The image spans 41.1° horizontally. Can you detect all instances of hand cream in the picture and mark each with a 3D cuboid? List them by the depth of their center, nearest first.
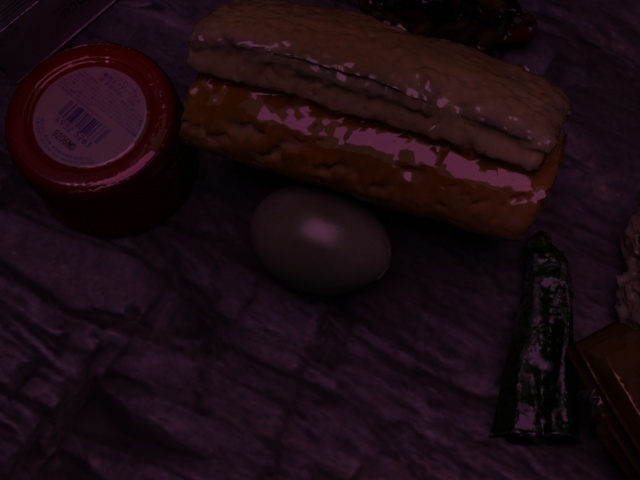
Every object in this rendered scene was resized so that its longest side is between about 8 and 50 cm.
[{"bbox_3d":[-0.236,-0.109,0.939,0.193,0.125,0.193,-1,67,3],"label":"hand cream"}]

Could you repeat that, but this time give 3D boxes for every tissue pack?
[{"bbox_3d":[-0.341,-0.334,1.047,0.148,0.092,0.246,41,77,16],"label":"tissue pack"}]

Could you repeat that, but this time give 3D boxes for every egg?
[{"bbox_3d":[0.000,0.000,0.886,0.152,0.114,0.114,20,72,11],"label":"egg"}]

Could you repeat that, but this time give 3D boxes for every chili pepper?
[{"bbox_3d":[0.219,0.093,0.869,0.088,0.059,0.227,3,67,10],"label":"chili pepper"}]

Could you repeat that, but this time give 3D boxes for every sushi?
[{"bbox_3d":[0.143,-0.261,0.985,0.226,0.097,0.103,9,44,-17],"label":"sushi"}]

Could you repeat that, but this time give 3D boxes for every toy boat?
[{"bbox_3d":[0.331,0.219,0.779,0.089,0.115,0.310,-29,71,-14],"label":"toy boat"}]

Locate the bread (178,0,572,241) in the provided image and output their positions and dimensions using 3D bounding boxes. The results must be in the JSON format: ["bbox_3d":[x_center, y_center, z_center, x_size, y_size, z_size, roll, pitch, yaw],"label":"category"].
[{"bbox_3d":[0.067,-0.138,0.886,0.375,0.165,0.236,19,27,13],"label":"bread"}]

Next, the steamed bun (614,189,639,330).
[{"bbox_3d":[0.418,0.026,0.802,0.273,0.272,0.290,-3,66,-35],"label":"steamed bun"}]
